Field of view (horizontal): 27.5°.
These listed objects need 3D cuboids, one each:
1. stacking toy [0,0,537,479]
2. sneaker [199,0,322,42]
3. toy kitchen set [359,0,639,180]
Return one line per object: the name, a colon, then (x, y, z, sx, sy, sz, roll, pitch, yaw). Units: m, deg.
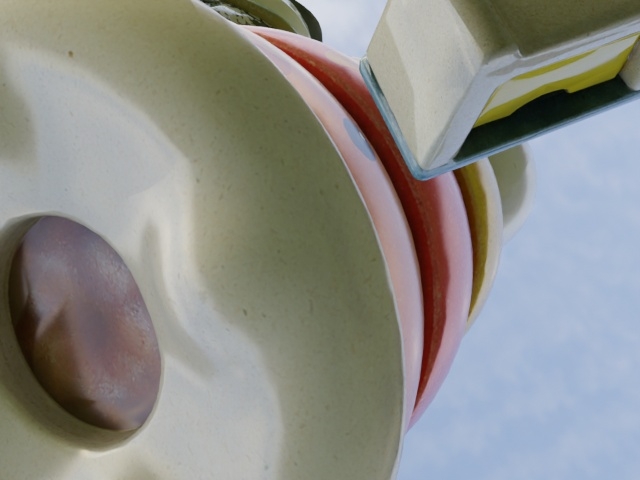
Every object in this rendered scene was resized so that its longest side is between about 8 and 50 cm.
stacking toy: (-0.011, -0.008, 0.787, 0.350, 0.350, 0.480, 56, -144, 6)
sneaker: (-0.185, -0.145, 0.927, 0.410, 0.182, 0.158, 8, -66, -14)
toy kitchen set: (0.128, 0.006, 0.360, 0.166, 0.122, 0.207, -22, -111, -14)
